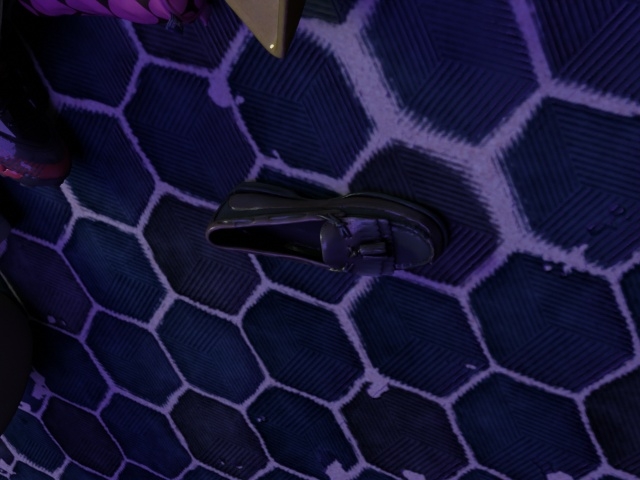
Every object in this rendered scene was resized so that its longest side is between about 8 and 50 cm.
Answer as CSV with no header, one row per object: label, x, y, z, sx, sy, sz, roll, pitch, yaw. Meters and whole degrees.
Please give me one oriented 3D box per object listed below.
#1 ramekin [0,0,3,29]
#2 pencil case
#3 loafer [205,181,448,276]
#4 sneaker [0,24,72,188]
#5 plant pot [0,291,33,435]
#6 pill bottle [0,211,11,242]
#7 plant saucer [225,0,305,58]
ramekin,-0.483,-0.245,0.873,0.303,0.148,0.303,1,92,36
pencil case,-0.213,-0.261,0.843,0.209,0.095,0.098,13,165,26
loafer,0.000,0.000,0.903,0.267,0.084,0.096,9,126,26
sneaker,-0.396,-0.184,1.001,0.276,0.097,0.135,49,135,-7
plant pot,-0.565,0.177,1.307,0.284,0.191,0.284,17,130,21
pill bottle,-0.609,-0.097,1.123,0.204,0.204,0.361,-21,110,40
plant saucer,-0.098,-0.335,0.611,0.333,0.081,0.333,51,170,6
